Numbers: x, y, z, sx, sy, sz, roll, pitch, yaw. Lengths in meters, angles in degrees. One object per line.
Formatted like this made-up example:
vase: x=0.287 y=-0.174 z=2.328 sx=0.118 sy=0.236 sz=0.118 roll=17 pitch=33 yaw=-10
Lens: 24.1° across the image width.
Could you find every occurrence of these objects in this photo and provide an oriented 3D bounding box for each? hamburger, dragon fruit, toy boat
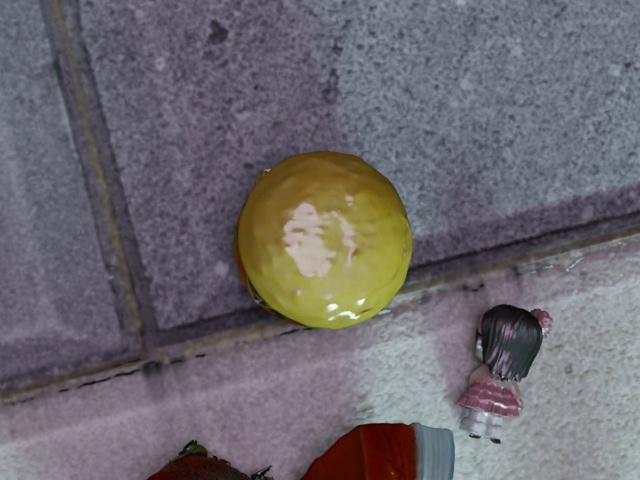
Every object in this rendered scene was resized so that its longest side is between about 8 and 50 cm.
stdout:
hamburger: x=0.000 y=0.000 z=1.305 sx=0.162 sy=0.115 sz=0.162 roll=1 pitch=86 yaw=-13
dragon fruit: x=-0.122 y=0.246 z=1.271 sx=0.175 sy=0.138 sz=0.142 roll=-38 pitch=133 yaw=6
toy boat: x=0.033 y=0.310 z=1.281 sx=0.133 sy=0.145 sz=0.332 roll=24 pitch=83 yaw=-31

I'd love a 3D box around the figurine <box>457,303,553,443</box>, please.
figurine: x=0.168 y=0.120 z=1.358 sx=0.072 sy=0.054 sz=0.129 roll=15 pitch=85 yaw=-13
